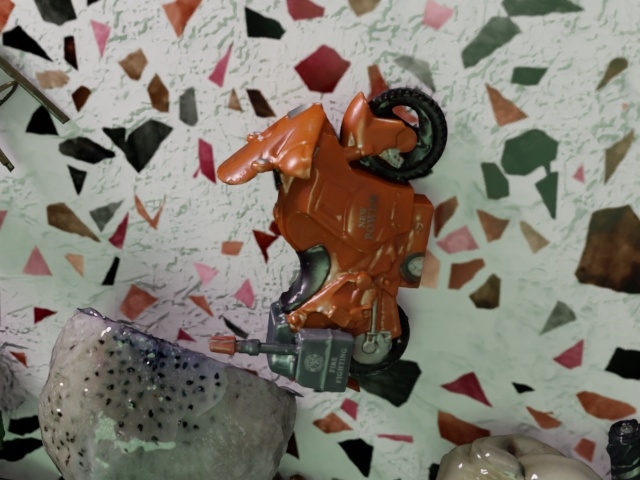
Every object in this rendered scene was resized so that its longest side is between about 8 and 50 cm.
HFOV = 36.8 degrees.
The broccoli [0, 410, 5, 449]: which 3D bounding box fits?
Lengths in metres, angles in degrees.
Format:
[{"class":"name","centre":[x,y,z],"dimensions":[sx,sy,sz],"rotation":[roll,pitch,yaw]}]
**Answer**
[{"class":"broccoli","centre":[-0.531,0.196,1.161],"dimensions":[0.308,0.275,0.308],"rotation":[15,146,10]}]

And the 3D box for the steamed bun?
[{"class":"steamed bun","centre":[0.210,0.319,1.025],"dimensions":[0.211,0.144,0.218],"rotation":[21,90,23]}]

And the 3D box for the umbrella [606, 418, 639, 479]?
[{"class":"umbrella","centre":[0.331,0.279,1.016],"dimensions":[0.050,0.046,0.188],"rotation":[19,124,54]}]

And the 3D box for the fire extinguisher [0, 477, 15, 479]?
[{"class":"fire extinguisher","centre":[-0.361,0.383,1.248],"dimensions":[0.294,0.118,0.093],"rotation":[15,158,-7]}]

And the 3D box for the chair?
[{"class":"chair","centre":[-0.391,-0.178,1.046],"dimensions":[0.104,0.095,0.221],"rotation":[-37,96,18]}]

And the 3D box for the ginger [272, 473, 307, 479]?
[{"class":"ginger","centre":[-0.034,0.325,1.131],"dimensions":[0.162,0.103,0.073],"rotation":[34,106,24]}]

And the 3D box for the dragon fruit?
[{"class":"dragon fruit","centre":[-0.185,0.206,1.035],"dimensions":[0.283,0.221,0.204],"rotation":[19,79,8]}]

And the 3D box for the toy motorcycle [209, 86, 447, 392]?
[{"class":"toy motorcycle","centre":[0.000,0.000,0.967],"dimensions":[0.221,0.148,0.326],"rotation":[6,108,-8]}]
